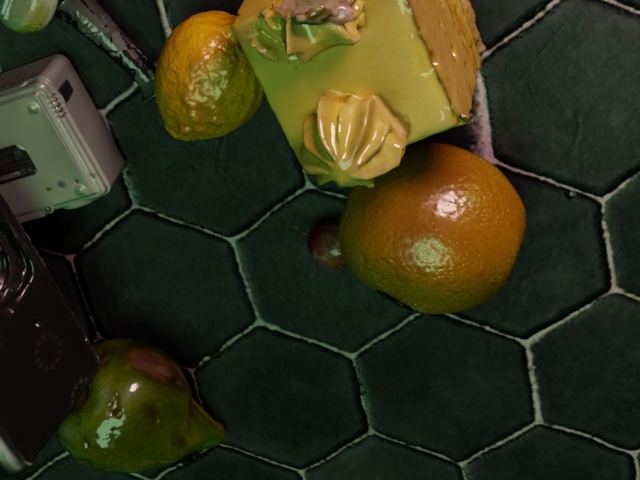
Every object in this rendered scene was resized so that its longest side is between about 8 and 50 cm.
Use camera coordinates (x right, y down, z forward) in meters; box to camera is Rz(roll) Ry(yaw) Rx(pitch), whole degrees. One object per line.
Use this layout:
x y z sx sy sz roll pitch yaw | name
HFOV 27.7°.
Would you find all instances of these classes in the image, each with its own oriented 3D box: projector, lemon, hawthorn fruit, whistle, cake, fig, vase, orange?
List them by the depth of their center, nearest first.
0.047 -0.216 1.470 0.222 0.286 0.227 -17 118 22 | cake
-0.351 -0.349 1.597 0.104 0.057 0.198 45 122 36 | whistle
-0.136 -0.199 1.611 0.142 0.142 0.187 28 123 -6 | lemon
0.140 -0.015 1.625 0.236 0.236 0.236 6 124 9 | orange
-0.263 -0.251 1.657 0.059 0.059 0.167 -35 109 29 | vase
-0.418 -0.119 1.753 0.257 0.099 0.192 -15 120 22 | projector
0.000 0.000 1.759 0.103 0.067 0.066 18 125 3 | hawthorn fruit
-0.576 0.105 1.777 0.405 0.242 0.395 5 136 30 | projector
-0.255 0.269 1.943 0.206 0.206 0.275 -33 133 29 | fig
